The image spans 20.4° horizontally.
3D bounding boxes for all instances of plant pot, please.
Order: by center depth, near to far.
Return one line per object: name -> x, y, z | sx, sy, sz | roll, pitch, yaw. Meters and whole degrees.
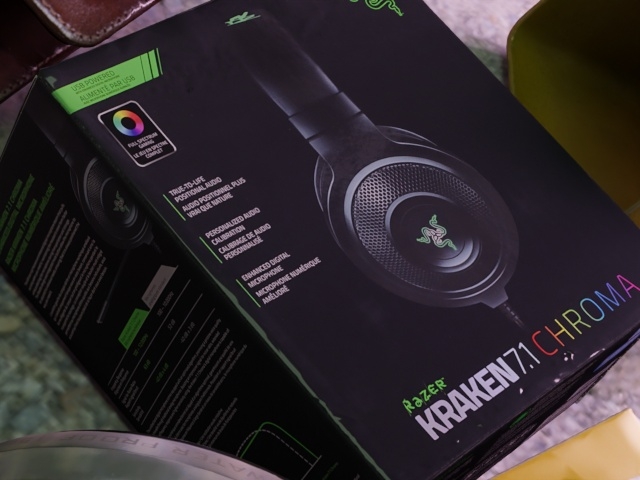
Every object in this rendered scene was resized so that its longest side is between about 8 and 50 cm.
plant pot -> 0.255, -0.072, 1.065 | 0.187, 0.212, 0.212 | 25, 46, -26

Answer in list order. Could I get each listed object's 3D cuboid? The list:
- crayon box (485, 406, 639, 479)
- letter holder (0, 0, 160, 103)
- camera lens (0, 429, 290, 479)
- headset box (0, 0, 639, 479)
crayon box -> 0.145, 0.259, 0.806 | 0.203, 0.083, 0.323 | -20, 71, -37
letter holder -> -0.173, -0.239, 0.885 | 0.214, 0.152, 0.302 | -42, 106, -37
camera lens -> -0.084, 0.223, 0.633 | 0.219, 0.219, 0.274 | 25, 48, -9
headset box -> 0.000, 0.000, 0.912 | 0.246, 0.131, 0.283 | -29, 71, -41
